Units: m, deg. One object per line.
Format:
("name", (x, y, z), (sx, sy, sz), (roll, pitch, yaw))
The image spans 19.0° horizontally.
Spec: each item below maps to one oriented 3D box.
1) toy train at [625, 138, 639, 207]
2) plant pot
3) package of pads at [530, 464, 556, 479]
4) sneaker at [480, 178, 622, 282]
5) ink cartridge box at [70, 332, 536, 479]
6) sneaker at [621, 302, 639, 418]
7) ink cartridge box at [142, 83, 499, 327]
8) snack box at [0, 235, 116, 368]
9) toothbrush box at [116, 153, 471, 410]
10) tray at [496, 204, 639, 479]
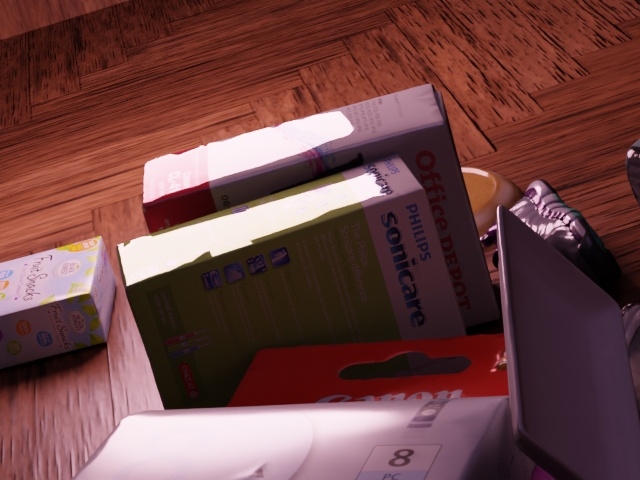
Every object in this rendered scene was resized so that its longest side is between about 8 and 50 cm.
("toy train", (0.459, -0.074, 1.870), (0.190, 0.142, 0.334), (-40, 31, -21))
("plant pot", (0.112, -0.030, 2.135), (0.236, 0.032, 0.236), (-15, 21, 6))
("package of pads", (0.080, 0.231, 1.434), (0.229, 0.101, 0.296), (-18, 21, -5))
("sneaker", (0.228, 0.014, 1.916), (0.098, 0.083, 0.223), (-38, 17, 3))
("ink cartridge box", (0.014, 0.135, 1.454), (0.308, 0.091, 0.385), (-5, 24, 23))
("sneaker", (0.262, 0.136, 1.568), (0.108, 0.100, 0.271), (24, 24, 7))
("ink cartridge box", (0.000, 0.000, 1.882), (0.306, 0.226, 0.131), (-15, 22, 5))
("snack box", (-0.341, 0.078, 2.152), (0.207, 0.070, 0.174), (-14, 21, 2))
("toothbrush box", (-0.022, 0.069, 1.757), (0.283, 0.206, 0.122), (-18, 21, -2))
("tray", (0.177, 0.096, 1.404), (0.030, 0.145, 0.270), (-38, 26, 25))
